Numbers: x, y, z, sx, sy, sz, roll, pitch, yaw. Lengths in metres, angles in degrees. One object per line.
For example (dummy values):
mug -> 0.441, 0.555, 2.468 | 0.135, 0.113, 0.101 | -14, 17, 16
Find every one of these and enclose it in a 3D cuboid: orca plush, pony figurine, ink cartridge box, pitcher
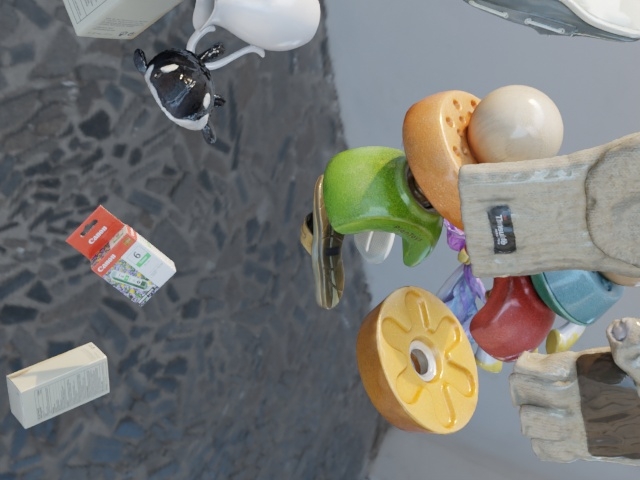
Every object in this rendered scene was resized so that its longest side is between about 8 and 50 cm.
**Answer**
orca plush -> -0.153, -0.211, 1.244 | 0.102, 0.151, 0.287 | -39, 177, 5
pony figurine -> 0.281, 0.000, 1.336 | 0.351, 0.303, 0.363 | 16, 106, -25
ink cartridge box -> -0.231, 0.019, 1.088 | 0.063, 0.029, 0.115 | -45, 117, 6
pitcher -> -0.116, -0.361, 1.557 | 0.207, 0.125, 0.178 | 3, 117, -31

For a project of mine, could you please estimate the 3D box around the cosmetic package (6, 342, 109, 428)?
cosmetic package -> -0.319, 0.176, 1.144 | 0.115, 0.041, 0.060 | -20, 127, -37

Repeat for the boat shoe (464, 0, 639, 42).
boat shoe -> 0.367, -0.379, 1.480 | 0.099, 0.319, 0.116 | 122, -17, -61

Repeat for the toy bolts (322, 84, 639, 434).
toy bolts -> 0.140, 0.020, 0.642 | 0.228, 0.158, 0.218 | 21, 54, -39

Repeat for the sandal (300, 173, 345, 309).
sandal -> 0.000, 0.000, 1.235 | 0.072, 0.049, 0.180 | 2, 89, -58

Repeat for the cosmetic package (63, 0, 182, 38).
cosmetic package -> -0.218, -0.410, 1.241 | 0.113, 0.309, 0.160 | -13, 81, -55

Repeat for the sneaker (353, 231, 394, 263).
sneaker -> 0.073, -0.027, 1.176 | 0.061, 0.053, 0.152 | 58, 23, -45

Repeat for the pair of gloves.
pair of gloves -> 0.200, 0.041, 0.546 | 0.042, 0.204, 0.240 | -62, 137, -54
